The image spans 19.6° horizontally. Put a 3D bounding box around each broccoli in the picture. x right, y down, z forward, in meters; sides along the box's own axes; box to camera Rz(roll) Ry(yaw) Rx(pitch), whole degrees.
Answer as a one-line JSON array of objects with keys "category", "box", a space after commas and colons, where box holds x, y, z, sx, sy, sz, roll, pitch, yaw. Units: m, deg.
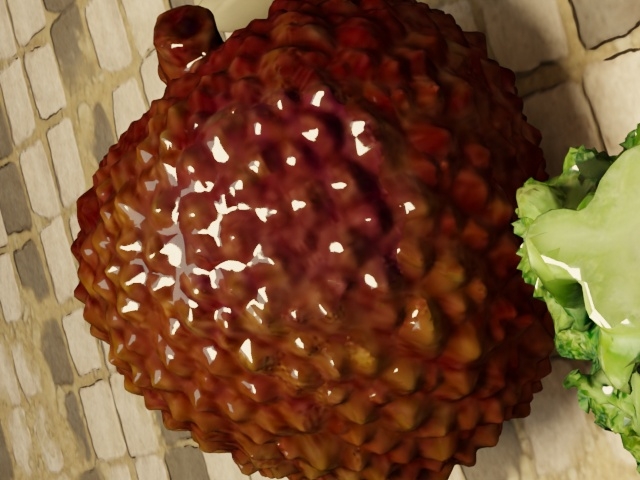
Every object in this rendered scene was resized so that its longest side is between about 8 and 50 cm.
[{"category": "broccoli", "box": [0.209, 0.013, 0.837, 0.294, 0.245, 0.265, 7, 89, 34]}]

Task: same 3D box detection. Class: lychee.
[{"category": "lychee", "box": [0.000, 0.000, 1.120, 0.330, 0.306, 0.306, 54, 150, -6]}]

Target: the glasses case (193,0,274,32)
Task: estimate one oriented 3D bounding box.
[{"category": "glasses case", "box": [-0.026, -0.204, 1.296, 0.204, 0.081, 0.051, -43, 63, 55]}]
